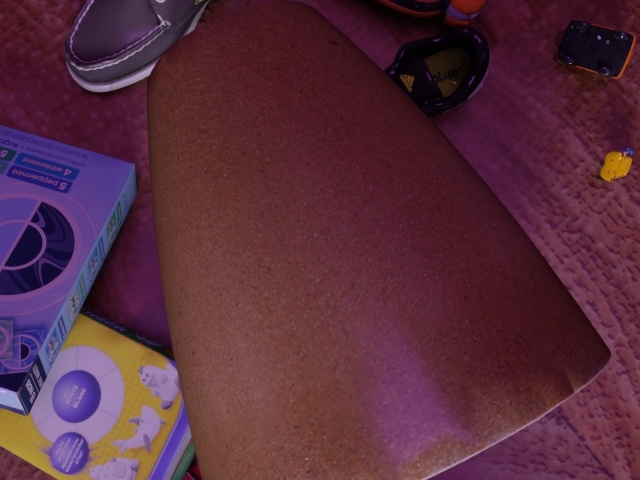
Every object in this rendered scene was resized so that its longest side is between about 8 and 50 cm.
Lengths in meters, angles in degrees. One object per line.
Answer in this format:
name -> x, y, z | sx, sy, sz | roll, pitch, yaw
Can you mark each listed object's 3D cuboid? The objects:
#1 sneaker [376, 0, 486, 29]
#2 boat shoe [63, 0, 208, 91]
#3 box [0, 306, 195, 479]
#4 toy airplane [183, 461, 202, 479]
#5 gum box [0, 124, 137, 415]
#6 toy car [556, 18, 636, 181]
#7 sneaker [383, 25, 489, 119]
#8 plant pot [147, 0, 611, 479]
sneaker -> 0.086, -0.332, 0.524 | 0.180, 0.124, 0.321 | 21, 82, 1
boat shoe -> -0.110, -0.207, 0.530 | 0.081, 0.069, 0.228 | 43, 83, 5
box -> -0.166, 0.104, 0.487 | 0.179, 0.043, 0.105 | 22, 82, 17
toy airplane -> -0.052, 0.202, 0.493 | 0.151, 0.028, 0.151 | 1, 77, -5
gum box -> -0.231, 0.005, 0.472 | 0.157, 0.041, 0.184 | 17, 56, -1
toy car -> 0.215, -0.108, 0.549 | 0.040, 0.060, 0.122 | -6, 101, -45
sneaker -> 0.055, -0.103, 0.516 | 0.170, 0.075, 0.063 | -32, 84, -5
plant pot -> 0.000, 0.000, 0.424 | 0.237, 0.237, 0.254 | -24, 80, -4
